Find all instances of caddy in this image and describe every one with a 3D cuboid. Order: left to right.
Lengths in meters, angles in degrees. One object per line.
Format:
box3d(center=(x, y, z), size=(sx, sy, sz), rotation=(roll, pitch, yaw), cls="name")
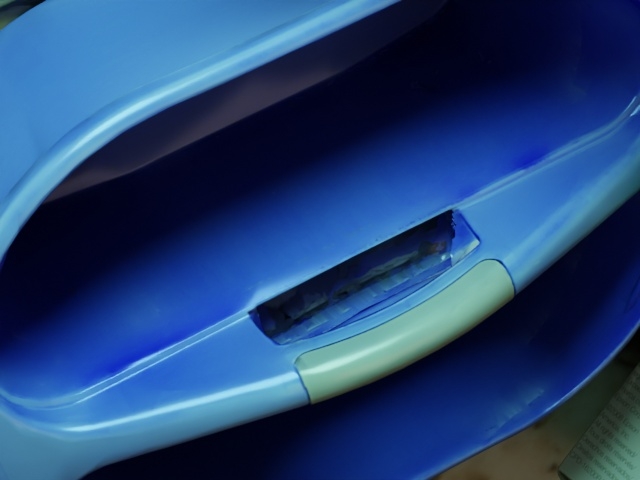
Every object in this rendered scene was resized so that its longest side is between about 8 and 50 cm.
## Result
box3d(center=(0.000, 0.000, 0.689), size=(0.341, 0.179, 0.241), rotation=(-27, 127, -12), cls="caddy")

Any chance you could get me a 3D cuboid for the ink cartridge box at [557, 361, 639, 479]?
box3d(center=(0.327, 0.060, 0.952), size=(0.330, 0.071, 0.324), rotation=(-53, 138, 5), cls="ink cartridge box")
